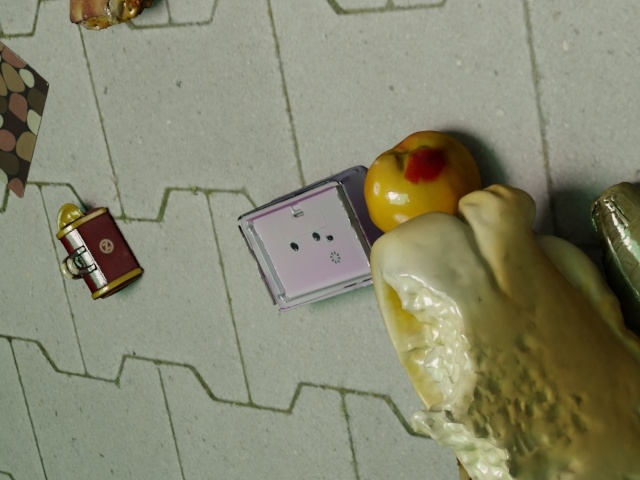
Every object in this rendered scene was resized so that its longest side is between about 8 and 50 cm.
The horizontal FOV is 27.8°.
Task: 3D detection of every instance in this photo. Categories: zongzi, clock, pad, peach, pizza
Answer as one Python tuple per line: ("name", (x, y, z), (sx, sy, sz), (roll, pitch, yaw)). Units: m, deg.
("zongzi", (0.332, 0.036, 1.416), (0.160, 0.078, 0.176), (52, 142, 16))
("clock", (0.000, 0.001, 1.668), (0.193, 0.073, 0.144), (-19, 97, 43))
("pad", (-0.500, -0.197, 2.038), (0.158, 0.003, 0.235), (39, 130, 19))
("peach", (0.122, -0.054, 1.498), (0.138, 0.138, 0.138), (18, 120, 33))
("pizza", (-0.247, -0.382, 1.687), (0.305, 0.086, 0.161), (-52, 53, 39))

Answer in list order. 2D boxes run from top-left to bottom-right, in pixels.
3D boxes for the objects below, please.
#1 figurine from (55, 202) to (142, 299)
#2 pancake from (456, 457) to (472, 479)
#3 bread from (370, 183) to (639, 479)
("figurine", (-0.355, 0.017, 1.954), (0.082, 0.098, 0.154), (-30, 92, 47))
("pancake", (0.261, 0.252, 1.584), (0.258, 0.056, 0.212), (-6, 113, 33))
("bread", (0.221, 0.146, 1.354), (0.245, 0.329, 0.424), (-31, 83, 6))
